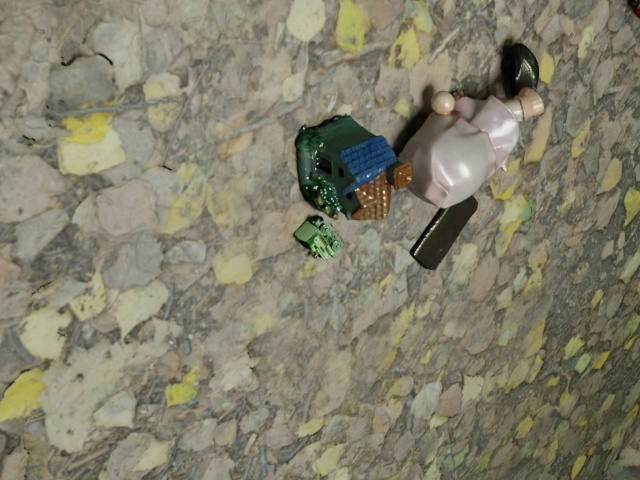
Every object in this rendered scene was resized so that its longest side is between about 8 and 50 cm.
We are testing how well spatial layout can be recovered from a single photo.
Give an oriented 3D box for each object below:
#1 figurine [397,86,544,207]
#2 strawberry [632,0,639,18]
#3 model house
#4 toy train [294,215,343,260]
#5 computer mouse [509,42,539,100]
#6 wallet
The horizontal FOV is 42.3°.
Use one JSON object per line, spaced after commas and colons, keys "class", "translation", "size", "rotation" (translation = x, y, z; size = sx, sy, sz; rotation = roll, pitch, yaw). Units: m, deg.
{"class": "figurine", "translation": [0.235, -0.153, 1.314], "size": [0.276, 0.133, 0.200], "rotation": [-38, 132, -23]}
{"class": "strawberry", "translation": [0.647, -0.463, 1.543], "size": [0.148, 0.131, 0.131], "rotation": [7, 108, -38]}
{"class": "model house", "translation": [0.057, -0.087, 1.166], "size": [0.119, 0.149, 0.148], "rotation": [-26, 127, -31]}
{"class": "toy train", "translation": [0.000, 0.000, 1.250], "size": [0.053, 0.033, 0.083], "rotation": [-44, 138, -9]}
{"class": "computer mouse", "translation": [0.344, -0.272, 1.389], "size": [0.135, 0.047, 0.079], "rotation": [79, 12, -46]}
{"class": "wallet", "translation": [0.222, -0.021, 1.466], "size": [0.156, 0.018, 0.082], "rotation": [-55, 138, -4]}
